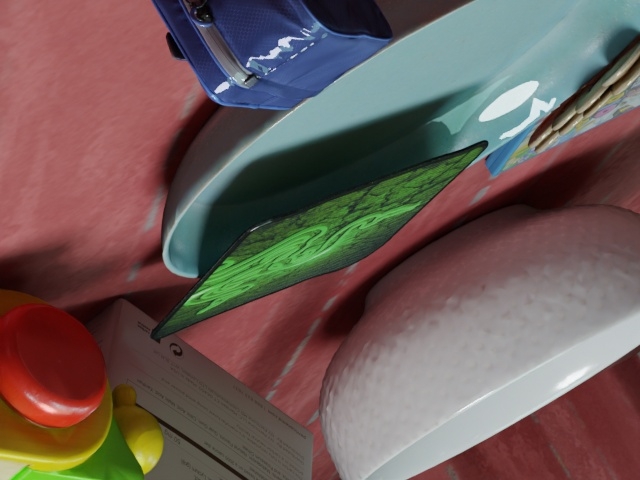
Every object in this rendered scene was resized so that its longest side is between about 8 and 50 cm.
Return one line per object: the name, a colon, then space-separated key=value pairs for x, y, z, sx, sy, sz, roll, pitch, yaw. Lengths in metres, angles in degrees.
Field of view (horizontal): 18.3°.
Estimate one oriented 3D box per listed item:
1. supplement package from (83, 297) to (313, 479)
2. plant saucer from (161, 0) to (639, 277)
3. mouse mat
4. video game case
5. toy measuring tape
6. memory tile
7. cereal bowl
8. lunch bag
supplement package: x=-0.128 y=0.218 z=1.191 sx=0.177 sy=0.175 sz=0.293 roll=-36 pitch=-150 yaw=29
plant saucer: x=0.046 y=-0.080 z=1.070 sx=0.317 sy=0.043 sz=0.317 roll=-29 pitch=168 yaw=-7
mouse mat: x=0.000 y=0.000 z=1.168 sx=0.190 sy=0.007 sz=0.152 roll=-19 pitch=164 yaw=-37
video game case: x=0.202 y=-0.104 z=1.392 sx=0.166 sy=0.015 sz=0.119 roll=-26 pitch=167 yaw=-20
toy measuring tape: x=-0.215 y=0.071 z=1.013 sx=0.330 sy=0.121 sz=0.121 roll=15 pitch=138 yaw=-41
memory tile: x=0.183 y=-0.110 z=1.211 sx=0.113 sy=0.012 sz=0.148 roll=-50 pitch=-176 yaw=-24
cereal bowl: x=0.139 y=0.070 z=1.640 sx=0.339 sy=0.141 sz=0.339 roll=-28 pitch=167 yaw=-7
lunch bag: x=-0.025 y=-0.090 z=0.804 sx=0.065 sy=0.067 sz=0.098 roll=-36 pitch=165 yaw=22
